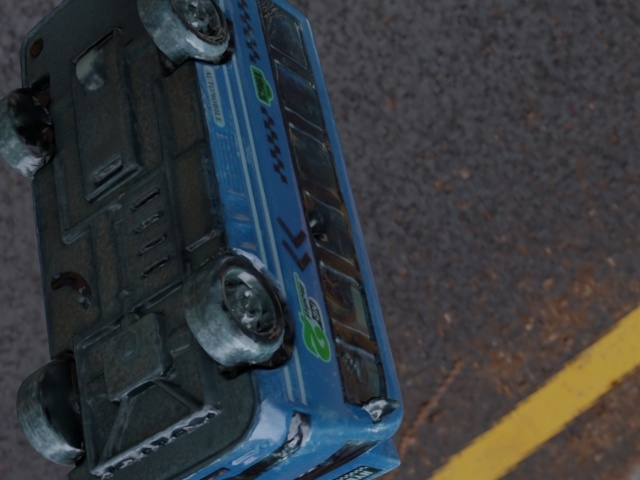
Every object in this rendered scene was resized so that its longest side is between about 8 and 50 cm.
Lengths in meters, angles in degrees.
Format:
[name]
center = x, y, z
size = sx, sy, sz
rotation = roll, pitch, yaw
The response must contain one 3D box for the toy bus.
[toy bus]
center = -0.050, -0.002, 0.599
size = 0.113, 0.246, 0.134
rotation = -32, 146, 29
